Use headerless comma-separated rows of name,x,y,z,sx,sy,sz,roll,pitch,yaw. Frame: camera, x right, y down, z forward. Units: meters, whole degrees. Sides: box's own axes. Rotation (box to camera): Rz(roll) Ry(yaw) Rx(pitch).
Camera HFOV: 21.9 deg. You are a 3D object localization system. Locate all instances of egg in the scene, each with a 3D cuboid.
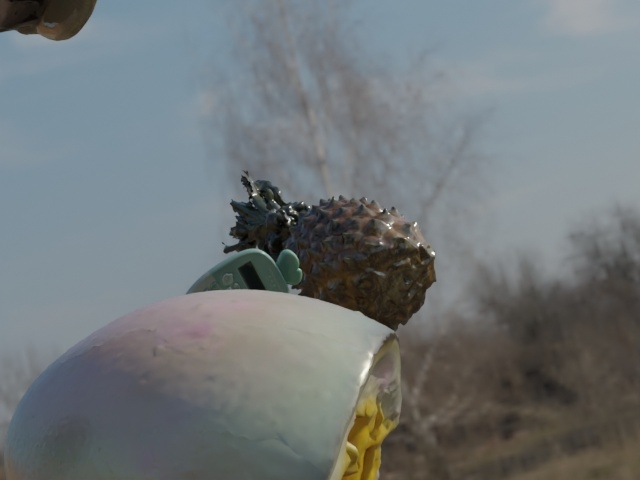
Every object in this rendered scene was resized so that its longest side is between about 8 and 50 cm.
egg,-0.125,0.206,1.534,0.340,0.354,0.354,14,-2,11

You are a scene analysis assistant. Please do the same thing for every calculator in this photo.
calculator,-0.088,0.063,1.851,0.153,0.095,0.021,-33,17,-15

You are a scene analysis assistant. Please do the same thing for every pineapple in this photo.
pineapple,0.000,0.000,2.166,0.175,0.175,0.361,-9,26,-32

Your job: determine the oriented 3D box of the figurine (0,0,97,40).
figurine,-0.341,-0.243,1.369,0.332,0.204,0.185,-6,-38,-16
